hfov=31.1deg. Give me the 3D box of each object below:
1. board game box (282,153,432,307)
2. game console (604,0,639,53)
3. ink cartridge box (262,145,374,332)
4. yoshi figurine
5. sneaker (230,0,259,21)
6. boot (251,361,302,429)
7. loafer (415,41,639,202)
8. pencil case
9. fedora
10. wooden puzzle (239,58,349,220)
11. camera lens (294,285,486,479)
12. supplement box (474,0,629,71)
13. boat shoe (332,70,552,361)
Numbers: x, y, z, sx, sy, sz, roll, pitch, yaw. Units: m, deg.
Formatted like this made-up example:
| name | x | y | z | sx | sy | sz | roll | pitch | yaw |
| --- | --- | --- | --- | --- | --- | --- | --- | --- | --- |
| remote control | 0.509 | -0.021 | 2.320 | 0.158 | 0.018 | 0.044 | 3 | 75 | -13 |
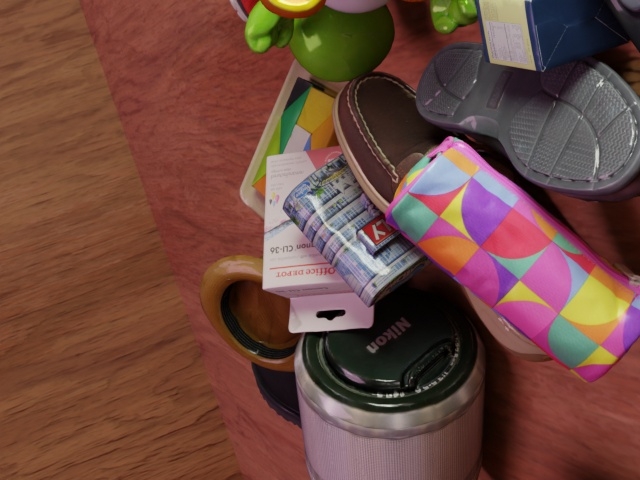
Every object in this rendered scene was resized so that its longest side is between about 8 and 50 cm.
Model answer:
| name | x | y | z | sx | sy | sz | roll | pitch | yaw |
| --- | --- | --- | --- | --- | --- | --- | --- | --- | --- |
| board game box | 0.096 | -0.027 | 1.206 | 0.194 | 0.194 | 0.060 | 48 | 156 | 18 |
| game console | 0.273 | -0.194 | 0.633 | 0.342 | 0.060 | 0.386 | 65 | 163 | 16 |
| ink cartridge box | 0.000 | 0.000 | 1.297 | 0.067 | 0.115 | 0.198 | 25 | -118 | -59 |
| yoshi figurine | 0.030 | -0.230 | 1.084 | 0.203 | 0.203 | 0.362 | 41 | -173 | -6 |
| sneaker | -0.052 | -0.352 | 1.373 | 0.118 | 0.107 | 0.279 | 35 | 149 | 38 |
| boot | -0.012 | 0.090 | 1.659 | 0.367 | 0.146 | 0.445 | 37 | 148 | 46 |
| loafer | 0.194 | -0.099 | 0.962 | 0.109 | 0.095 | 0.302 | -62 | 32 | 6 |
| pencil case | 0.168 | 0.012 | 0.952 | 0.236 | 0.104 | 0.104 | 36 | 159 | 2 |
| fedora | -0.060 | 0.079 | 1.461 | 0.194 | 0.079 | 0.194 | 19 | 135 | 19 |
| wooden puzzle | -0.017 | -0.112 | 1.431 | 0.239 | 0.044 | 0.221 | 38 | 107 | 56 |
| camera lens | 0.086 | 0.209 | 1.378 | 0.219 | 0.219 | 0.274 | 52 | 155 | 45 |
| supplement box | 0.179 | -0.173 | 0.896 | 0.083 | 0.083 | 0.056 | 30 | 136 | 63 |
| boat shoe | 0.139 | -0.047 | 1.084 | 0.342 | 0.123 | 0.123 | 55 | 158 | 19 |
